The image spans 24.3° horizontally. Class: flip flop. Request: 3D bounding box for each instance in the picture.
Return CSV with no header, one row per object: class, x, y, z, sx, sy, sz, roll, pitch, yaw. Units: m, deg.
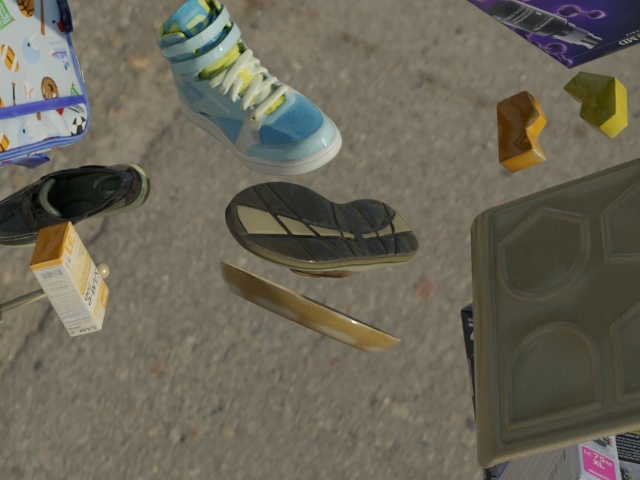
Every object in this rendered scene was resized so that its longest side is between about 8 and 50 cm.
flip flop,0.000,0.000,1.679,0.277,0.080,0.112,2,55,-49

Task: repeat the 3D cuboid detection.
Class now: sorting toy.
sorting toy,0.207,0.003,1.081,0.041,0.229,0.307,34,46,-40

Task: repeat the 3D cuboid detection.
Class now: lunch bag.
lunch bag,-0.394,-0.201,1.792,0.303,0.115,0.243,-24,101,-65

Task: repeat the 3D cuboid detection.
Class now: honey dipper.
honey dipper,-0.300,0.058,1.572,0.161,0.030,0.030,-21,57,-16

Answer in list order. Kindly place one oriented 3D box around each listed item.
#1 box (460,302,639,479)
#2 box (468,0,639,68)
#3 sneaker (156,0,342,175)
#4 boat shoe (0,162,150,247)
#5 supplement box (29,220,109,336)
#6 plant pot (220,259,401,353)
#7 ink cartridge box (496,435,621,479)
box,0.360,0.238,1.806,0.097,0.318,0.395,-25,21,-39
box,0.246,-0.272,1.443,0.207,0.153,0.108,24,59,-40
sneaker,-0.114,-0.219,2.015,0.127,0.208,0.319,-44,47,-21
boat shoe,-0.318,-0.049,1.797,0.224,0.073,0.080,-15,77,16
supplement box,-0.250,0.039,1.489,0.036,0.098,0.062,-14,38,13
plant pot,-0.018,0.084,1.774,0.236,0.236,0.032,24,89,0
ink cartridge box,0.258,0.263,1.640,0.065,0.185,0.311,25,22,-5
